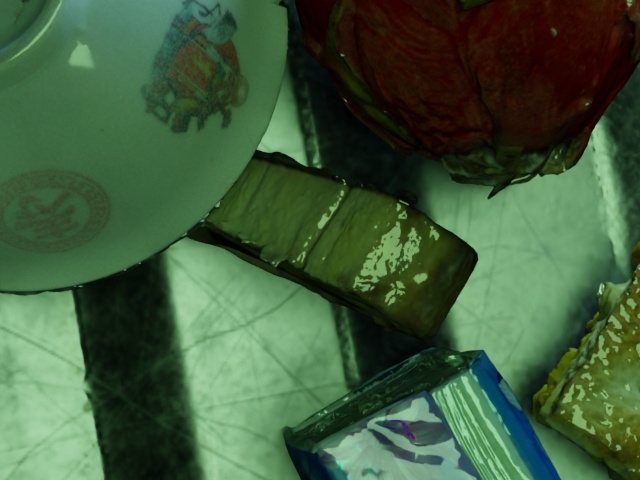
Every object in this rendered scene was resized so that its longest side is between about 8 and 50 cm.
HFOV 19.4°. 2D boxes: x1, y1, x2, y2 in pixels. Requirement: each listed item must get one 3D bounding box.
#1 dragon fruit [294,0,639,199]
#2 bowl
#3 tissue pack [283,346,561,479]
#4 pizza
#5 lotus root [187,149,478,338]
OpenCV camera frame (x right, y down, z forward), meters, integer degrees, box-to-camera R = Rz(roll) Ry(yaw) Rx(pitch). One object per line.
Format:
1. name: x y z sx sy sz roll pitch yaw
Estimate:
1. dragon fruit: 0.105 -0.206 1.242 0.277 0.277 0.343 3 82 -9
2. bowl: -0.202 -0.147 1.190 0.345 0.157 0.346 -2 77 9
3. tissue pack: 0.100 0.213 1.250 0.146 0.198 0.263 -29 91 -7
4. pizza: 0.313 0.100 1.350 0.268 0.087 0.258 39 77 -6
5. lotus root: 0.000 0.000 1.260 0.170 0.260 0.074 30 82 -39
